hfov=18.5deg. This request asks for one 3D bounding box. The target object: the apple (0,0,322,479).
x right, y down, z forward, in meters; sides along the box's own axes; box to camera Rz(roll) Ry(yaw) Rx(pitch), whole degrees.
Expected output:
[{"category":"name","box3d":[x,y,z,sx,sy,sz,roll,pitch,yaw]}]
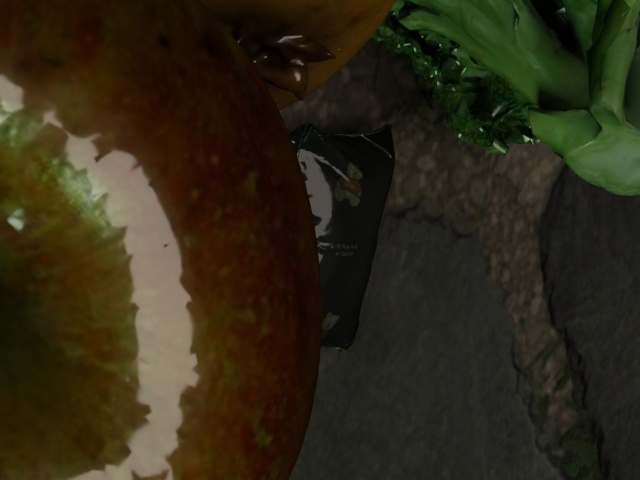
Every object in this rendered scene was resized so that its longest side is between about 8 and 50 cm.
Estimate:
[{"category":"apple","box3d":[-0.188,0.022,0.831,0.374,0.374,0.384,-28,97,-34]}]

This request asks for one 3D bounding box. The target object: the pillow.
[{"category":"pillow","box3d":[0.000,0.000,1.185,0.090,0.048,0.150,3,105,-34]}]

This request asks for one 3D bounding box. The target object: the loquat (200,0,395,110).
[{"category":"loquat","box3d":[-0.056,-0.157,0.986,0.208,0.208,0.208,-14,111,-39]}]

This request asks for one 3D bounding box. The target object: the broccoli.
[{"category":"broccoli","box3d":[0.158,-0.153,1.140,0.308,0.308,0.275,41,40,-41]}]
